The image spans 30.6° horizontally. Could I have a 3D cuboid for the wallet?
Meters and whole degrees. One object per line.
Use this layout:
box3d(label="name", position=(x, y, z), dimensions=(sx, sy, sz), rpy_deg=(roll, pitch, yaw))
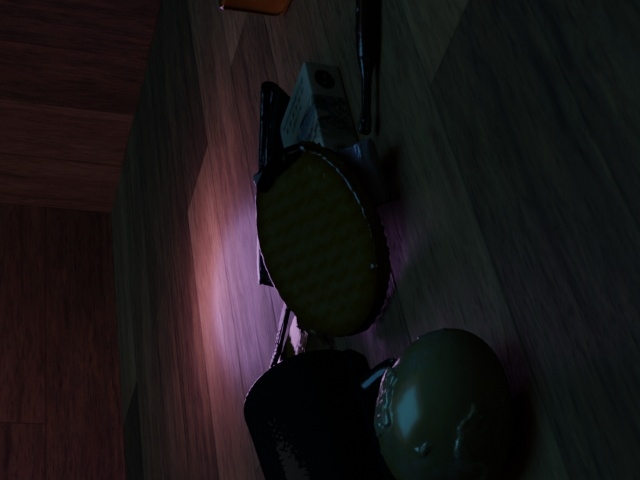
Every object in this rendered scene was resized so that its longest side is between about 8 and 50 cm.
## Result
box3d(label="wallet", position=(-0.092, -0.103, 2.225), dimensions=(0.191, 0.046, 0.378), rpy_deg=(39, -127, -83))

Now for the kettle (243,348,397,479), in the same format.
box3d(label="kettle", position=(0.049, 0.315, 1.631), dimensions=(0.308, 0.262, 0.203), rpy_deg=(-113, -2, -49))

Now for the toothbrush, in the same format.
box3d(label="toothbrush", position=(0.075, -0.344, 1.898), dimensions=(0.041, 0.041, 0.363), rpy_deg=(148, 125, -67))

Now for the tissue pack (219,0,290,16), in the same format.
box3d(label="tissue pack", position=(-0.124, -0.632, 2.405), dimensions=(0.194, 0.145, 0.274), rpy_deg=(121, 148, -56))

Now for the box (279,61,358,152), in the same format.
box3d(label="box", position=(-0.004, -0.166, 2.032), dimensions=(0.164, 0.069, 0.256), rpy_deg=(113, 155, -42))

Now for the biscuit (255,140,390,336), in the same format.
box3d(label="biscuit", position=(0.000, 0.000, 1.833), dimensions=(0.318, 0.040, 0.317), rpy_deg=(28, 126, 46))

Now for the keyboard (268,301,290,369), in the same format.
box3d(label="keyboard", position=(-0.068, 0.153, 2.129), dimensions=(0.204, 0.013, 0.061), rpy_deg=(-78, 6, -47))

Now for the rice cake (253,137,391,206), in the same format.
box3d(label="rice cake", position=(0.002, -0.085, 1.871), dimensions=(0.298, 0.050, 0.106), rpy_deg=(-12, 95, 53))

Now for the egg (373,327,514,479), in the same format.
box3d(label="egg", position=(0.146, 0.202, 1.353), dimensions=(0.164, 0.164, 0.201), rpy_deg=(-179, 96, -71))

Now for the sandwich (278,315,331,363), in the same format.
box3d(label="sandwich", position=(-0.023, 0.227, 2.000), dimensions=(0.193, 0.058, 0.162), rpy_deg=(-105, 28, -51))
